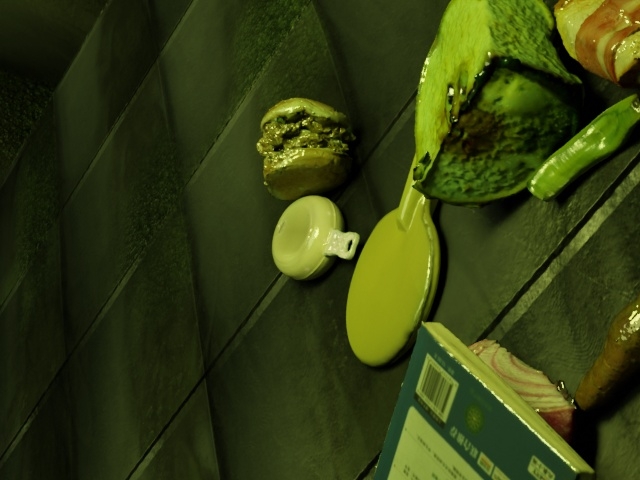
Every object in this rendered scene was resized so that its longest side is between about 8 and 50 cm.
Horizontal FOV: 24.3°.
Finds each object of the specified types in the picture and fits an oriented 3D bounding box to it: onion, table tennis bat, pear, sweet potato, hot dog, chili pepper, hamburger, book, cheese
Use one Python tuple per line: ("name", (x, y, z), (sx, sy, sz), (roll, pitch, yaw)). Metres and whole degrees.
("onion", (0.178, 0.252, 1.726), (0.250, 0.111, 0.247), (32, 109, 62))
("table tennis bat", (0.121, 0.001, 2.098), (0.224, 0.054, 0.369), (24, 97, 64))
("pear", (0.220, -0.197, 1.939), (0.255, 0.164, 0.238), (-95, 26, -49))
("sweet potato", (0.340, 0.104, 1.607), (0.274, 0.067, 0.067), (-58, 29, 31))
("hot dog", (0.372, -0.233, 1.749), (0.123, 0.093, 0.261), (-41, 32, 1))
("chili pepper", (0.327, -0.114, 1.795), (0.201, 0.050, 0.052), (-42, 53, 40))
("hamburger", (-0.022, -0.145, 2.356), (0.185, 0.159, 0.131), (78, -175, -65))
("book", (0.142, 0.346, 1.648), (0.300, 0.039, 0.428), (45, 127, 47))
("cheese", (0.000, 0.000, 2.301), (0.227, 0.064, 0.137), (12, 84, 61))
